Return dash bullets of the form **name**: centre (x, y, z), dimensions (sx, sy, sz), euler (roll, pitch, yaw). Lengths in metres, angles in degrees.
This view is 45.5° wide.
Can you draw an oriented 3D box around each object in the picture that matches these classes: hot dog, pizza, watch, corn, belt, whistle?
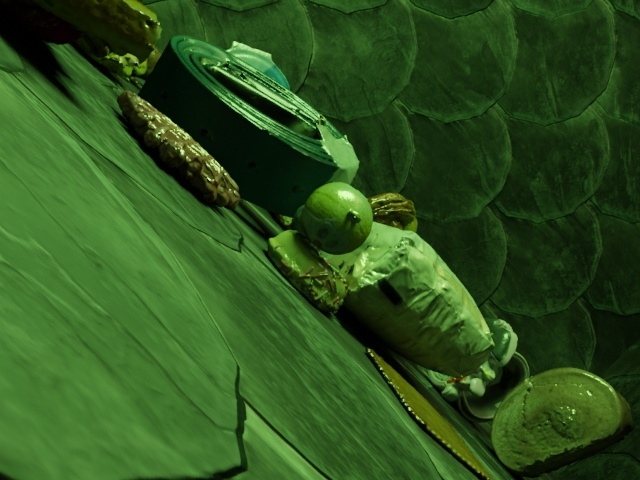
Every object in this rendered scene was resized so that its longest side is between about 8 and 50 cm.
- **hot dog**: centre (0.086, -0.009, 1.707), dimensions (0.122, 0.272, 0.196), euler (-87, 157, -50)
- **pizza**: centre (-0.398, -0.359, 1.082), dimensions (0.440, 0.130, 0.406), euler (35, 3, -3)
- **watch**: centre (0.411, 0.320, 1.852), dimensions (0.231, 0.244, 0.196), euler (35, 6, -29)
- **corn**: centre (-0.087, -0.093, 2.113), dimensions (0.098, 0.098, 0.290), euler (45, 2, -10)
- **belt**: centre (-0.133, -0.208, 1.466), dimensions (0.436, 0.173, 0.300), euler (26, 27, -21)
- **whistle**: centre (0.006, -0.029, 1.287), dimensions (0.123, 0.123, 0.223), euler (44, -20, -18)

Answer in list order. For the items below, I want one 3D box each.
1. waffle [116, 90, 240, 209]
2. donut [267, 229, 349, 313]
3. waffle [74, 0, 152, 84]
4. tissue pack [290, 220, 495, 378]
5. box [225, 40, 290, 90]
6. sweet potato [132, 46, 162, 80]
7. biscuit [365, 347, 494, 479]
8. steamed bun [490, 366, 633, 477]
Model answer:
- **waffle**: centre (-0.217, -0.139, 1.207), dimensions (0.221, 0.055, 0.234), euler (48, 3, 40)
- **donut**: centre (-0.018, 0.048, 1.292), dimensions (0.174, 0.068, 0.174), euler (44, 3, -3)
- **waffle**: centre (-0.484, -0.499, 1.545), dimensions (0.382, 0.095, 0.380), euler (43, 21, -34)
- **tissue pack**: centre (0.136, 0.097, 1.525), dimensions (0.390, 0.195, 0.375), euler (43, -8, -23)
- **box**: centre (-0.226, -0.274, 1.713), dimensions (0.206, 0.291, 0.262), euler (6, -46, 58)
- **sweet potato**: centre (-0.492, -0.479, 1.764), dimensions (0.109, 0.109, 0.385), euler (47, 9, 38)
- **biscuit**: centre (0.179, 0.288, 1.243), dimensions (0.237, 0.013, 0.232), euler (45, 2, -27)
- **steamed bun**: centre (0.523, 0.394, 1.698), dimensions (0.251, 0.301, 0.199), euler (26, 38, -58)
